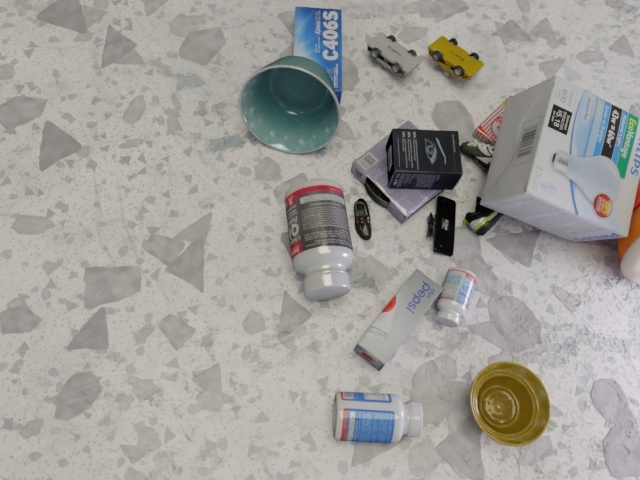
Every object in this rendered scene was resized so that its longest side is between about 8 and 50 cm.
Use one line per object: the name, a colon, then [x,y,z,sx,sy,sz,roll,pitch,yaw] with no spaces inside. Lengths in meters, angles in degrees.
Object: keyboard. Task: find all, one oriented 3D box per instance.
keyboard: [0.366,-0.047,1.794,0.100,0.038,0.191,19,64,-22]

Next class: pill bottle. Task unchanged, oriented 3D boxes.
pill bottle: [0.000,0.000,1.658,0.177,0.176,0.318,-6,68,-7]
pill bottle: [0.385,0.163,1.671,0.087,0.087,0.160,22,68,4]
pill bottle: [0.146,0.459,1.510,0.222,0.124,0.124,4,67,-3]

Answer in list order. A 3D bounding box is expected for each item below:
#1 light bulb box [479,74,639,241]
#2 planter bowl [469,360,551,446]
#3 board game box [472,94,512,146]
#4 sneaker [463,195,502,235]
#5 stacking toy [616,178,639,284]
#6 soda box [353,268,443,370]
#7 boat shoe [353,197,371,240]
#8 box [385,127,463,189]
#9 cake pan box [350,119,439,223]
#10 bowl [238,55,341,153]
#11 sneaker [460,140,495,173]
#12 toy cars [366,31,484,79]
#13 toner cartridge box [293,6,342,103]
light bulb box: [0.710,-0.220,1.692,0.361,0.225,0.357,19,81,-16]
planter bowl: [0.494,0.441,1.564,0.218,0.090,0.217,2,67,-4]
board game box: [0.624,-0.371,1.933,0.147,0.045,0.193,42,71,12]
sneaker: [0.532,-0.117,1.801,0.097,0.084,0.235,43,70,14]
stacking toy: [0.987,-0.134,1.774,0.351,0.350,0.479,-8,50,-8]
soda box: [0.217,0.220,1.631,0.098,0.091,0.286,38,70,11]
boat shoe: [0.128,-0.064,1.769,0.049,0.042,0.132,-6,70,-10]
box: [0.308,-0.242,1.749,0.207,0.108,0.153,3,67,-4]
cake pan box: [0.265,-0.215,1.829,0.267,0.070,0.245,-39,74,-18]
bowl: [-0.080,-0.440,1.793,0.312,0.311,0.163,12,48,0]
sneaker: [0.545,-0.246,1.851,0.235,0.078,0.106,20,92,21]
toy cars: [0.352,-0.614,1.994,0.394,0.087,0.176,4,62,0]
toner cartridge box: [-0.011,-0.628,1.971,0.165,0.075,0.347,1,68,-3]
